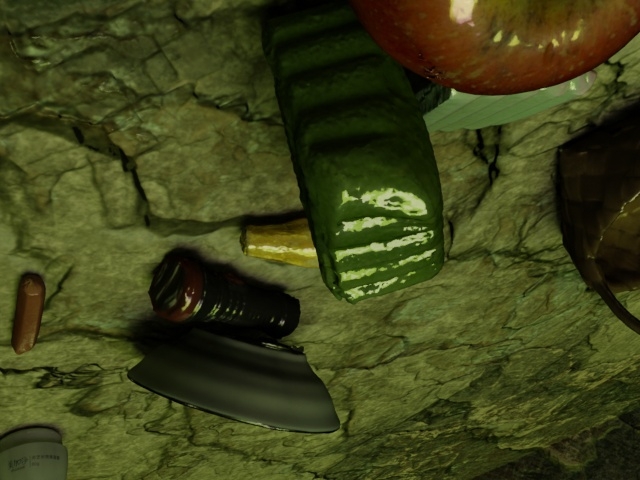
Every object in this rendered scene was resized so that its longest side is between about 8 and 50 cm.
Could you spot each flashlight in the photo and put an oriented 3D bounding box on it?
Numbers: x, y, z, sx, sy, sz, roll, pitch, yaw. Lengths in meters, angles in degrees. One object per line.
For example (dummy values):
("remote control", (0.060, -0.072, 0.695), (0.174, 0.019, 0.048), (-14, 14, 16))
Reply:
("flashlight", (-0.119, 0.083, 0.942), (0.093, 0.093, 0.232), (-41, 144, 25))

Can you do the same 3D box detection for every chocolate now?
("chocolate", (0.000, 0.000, 0.905), (0.219, 0.086, 0.086), (3, 138, -25))

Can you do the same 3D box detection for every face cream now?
("face cream", (-0.473, 0.372, 1.116), (0.117, 0.104, 0.117), (-14, 145, -10))

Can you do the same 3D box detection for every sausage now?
("sausage", (-0.369, 0.094, 0.864), (0.035, 0.030, 0.147), (0, 140, -32))

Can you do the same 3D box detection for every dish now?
("dish", (-0.114, 0.188, 0.997), (0.316, 0.106, 0.316), (13, 173, 2))

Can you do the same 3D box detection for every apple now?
("apple", (0.143, -0.250, 0.534), (0.271, 0.206, 0.252), (-30, 133, 7))

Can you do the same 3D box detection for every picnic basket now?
("picnic basket", (0.515, 0.001, 0.964), (0.292, 0.337, 0.337), (-25, 145, 6))

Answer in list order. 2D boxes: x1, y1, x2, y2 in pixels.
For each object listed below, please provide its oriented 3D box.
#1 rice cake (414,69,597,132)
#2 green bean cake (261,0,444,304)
("rice cake", (0.170, -0.148, 0.730), (0.189, 0.037, 0.198), (-9, 180, -21))
("green bean cake", (0.031, -0.078, 0.658), (0.124, 0.248, 0.222), (-18, 146, -3))
